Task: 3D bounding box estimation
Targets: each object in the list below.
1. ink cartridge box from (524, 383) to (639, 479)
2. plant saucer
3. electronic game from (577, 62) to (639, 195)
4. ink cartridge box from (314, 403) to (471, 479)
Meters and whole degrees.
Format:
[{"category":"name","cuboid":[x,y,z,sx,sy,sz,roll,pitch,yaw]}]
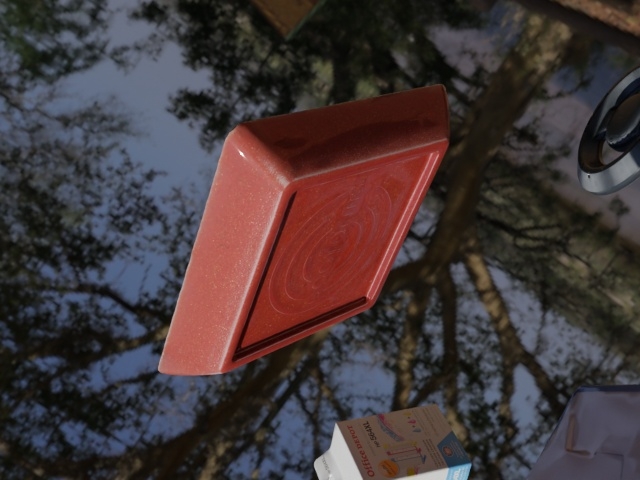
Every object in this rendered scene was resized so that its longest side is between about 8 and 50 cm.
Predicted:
[{"category":"ink cartridge box","cuboid":[0.394,0.287,0.759,0.395,0.151,0.270,35,170,1]},{"category":"plant saucer","cuboid":[0.000,0.000,0.779,0.259,0.258,0.048,-18,-129,-43]},{"category":"electronic game","cuboid":[0.445,-0.166,1.279,0.048,0.229,0.229,28,-171,-12]},{"category":"ink cartridge box","cuboid":[0.074,0.251,0.981,0.143,0.090,0.092,-6,-141,-21]}]
